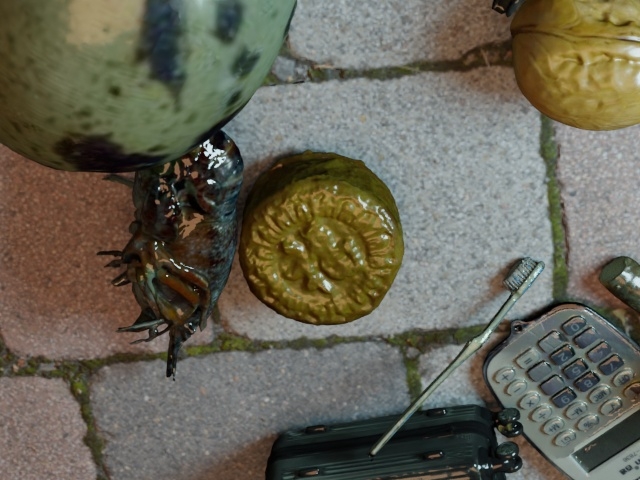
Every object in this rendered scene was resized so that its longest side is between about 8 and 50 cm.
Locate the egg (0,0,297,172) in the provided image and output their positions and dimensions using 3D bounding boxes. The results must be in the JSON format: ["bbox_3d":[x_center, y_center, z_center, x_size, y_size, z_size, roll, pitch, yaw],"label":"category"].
[{"bbox_3d":[-0.187,-0.266,1.533,0.345,0.345,0.428,18,115,-6],"label":"egg"}]

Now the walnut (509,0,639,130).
[{"bbox_3d":[0.277,-0.181,1.658,0.180,0.144,0.144,3,119,-1],"label":"walnut"}]

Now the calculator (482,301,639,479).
[{"bbox_3d":[0.308,0.183,1.913,0.177,0.040,0.268,-37,109,21],"label":"calculator"}]

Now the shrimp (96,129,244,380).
[{"bbox_3d":[-0.169,0.004,1.809,0.137,0.172,0.372,3,135,-23],"label":"shrimp"}]

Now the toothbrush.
[{"bbox_3d":[0.150,0.134,1.852,0.028,0.026,0.294,38,92,-1],"label":"toothbrush"}]

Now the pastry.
[{"bbox_3d":[0.000,0.000,1.799,0.188,0.103,0.189,2,119,4],"label":"pastry"}]

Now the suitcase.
[{"bbox_3d":[0.096,0.308,1.944,0.312,0.128,0.202,-10,118,12],"label":"suitcase"}]

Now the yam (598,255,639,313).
[{"bbox_3d":[0.429,0.105,1.853,0.274,0.061,0.061,35,115,-13],"label":"yam"}]

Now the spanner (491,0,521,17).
[{"bbox_3d":[0.249,-0.352,1.605,0.024,0.087,0.316,26,114,-9],"label":"spanner"}]
